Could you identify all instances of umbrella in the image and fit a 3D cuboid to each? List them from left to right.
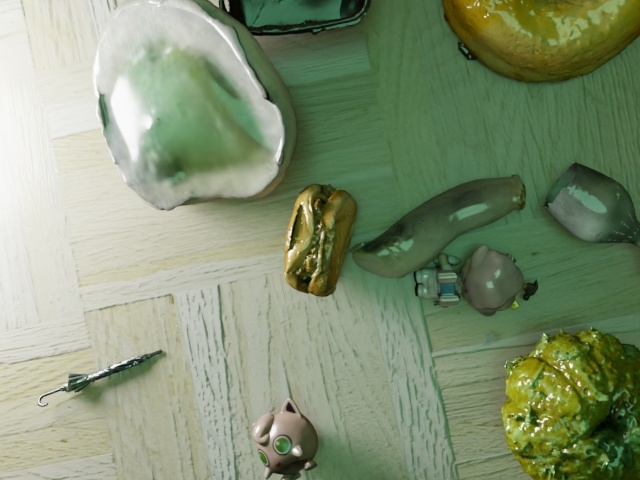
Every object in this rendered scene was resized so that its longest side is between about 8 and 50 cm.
[{"bbox_3d":[-0.446,0.263,1.514,0.269,0.044,0.044,-24,50,-2],"label":"umbrella"}]

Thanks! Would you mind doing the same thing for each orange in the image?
[{"bbox_3d":[0.476,0.304,1.335,0.300,0.223,0.301,8,90,0],"label":"orange"}]

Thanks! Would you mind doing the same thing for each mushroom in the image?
[{"bbox_3d":[0.224,-0.032,1.417,0.351,0.097,0.109,-29,49,0],"label":"mushroom"}]

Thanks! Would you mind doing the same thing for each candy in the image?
[{"bbox_3d":[-0.241,-0.257,1.397,0.386,0.186,0.426,-20,100,24],"label":"candy"}]

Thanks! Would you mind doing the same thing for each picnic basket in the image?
[{"bbox_3d":[-0.044,-0.486,1.429,0.297,0.129,0.222,-4,91,6],"label":"picnic basket"}]

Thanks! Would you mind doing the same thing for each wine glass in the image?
[{"bbox_3d":[0.535,-0.036,1.379,0.241,0.126,0.126,33,93,3],"label":"wine glass"}]

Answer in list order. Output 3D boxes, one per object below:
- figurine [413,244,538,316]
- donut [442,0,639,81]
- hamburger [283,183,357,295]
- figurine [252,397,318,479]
[{"bbox_3d":[0.288,0.076,1.411,0.229,0.112,0.137,-2,95,15],"label":"figurine"},{"bbox_3d":[0.435,-0.485,1.369,0.435,0.163,0.377,9,92,4],"label":"donut"},{"bbox_3d":[0.000,0.000,1.391,0.108,0.214,0.213,9,91,8],"label":"hamburger"},{"bbox_3d":[-0.067,0.384,1.432,0.125,0.125,0.138,-30,74,4],"label":"figurine"}]
